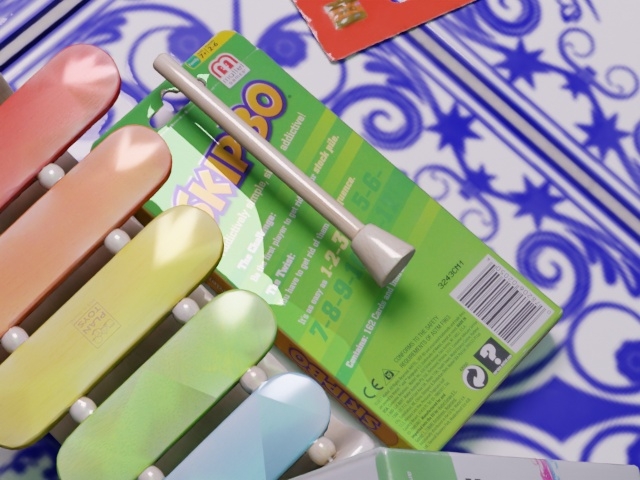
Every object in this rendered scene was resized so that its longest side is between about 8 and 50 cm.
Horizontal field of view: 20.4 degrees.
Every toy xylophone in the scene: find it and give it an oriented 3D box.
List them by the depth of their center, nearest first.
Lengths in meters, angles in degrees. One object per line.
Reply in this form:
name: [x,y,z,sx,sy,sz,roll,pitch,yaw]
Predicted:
toy xylophone: [-0.098,0.022,0.934,0.323,0.081,0.236,36,79,8]

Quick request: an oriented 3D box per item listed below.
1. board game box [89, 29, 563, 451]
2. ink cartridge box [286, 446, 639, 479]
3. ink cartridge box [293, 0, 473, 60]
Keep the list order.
board game box: [0.000,0.000,1.009,0.259,0.039,0.124,42,67,7]
ink cartridge box: [0.081,0.187,0.853,0.212,0.093,0.154,13,59,-48]
ink cartridge box: [0.029,-0.250,1.115,0.189,0.066,0.232,-26,69,-20]
